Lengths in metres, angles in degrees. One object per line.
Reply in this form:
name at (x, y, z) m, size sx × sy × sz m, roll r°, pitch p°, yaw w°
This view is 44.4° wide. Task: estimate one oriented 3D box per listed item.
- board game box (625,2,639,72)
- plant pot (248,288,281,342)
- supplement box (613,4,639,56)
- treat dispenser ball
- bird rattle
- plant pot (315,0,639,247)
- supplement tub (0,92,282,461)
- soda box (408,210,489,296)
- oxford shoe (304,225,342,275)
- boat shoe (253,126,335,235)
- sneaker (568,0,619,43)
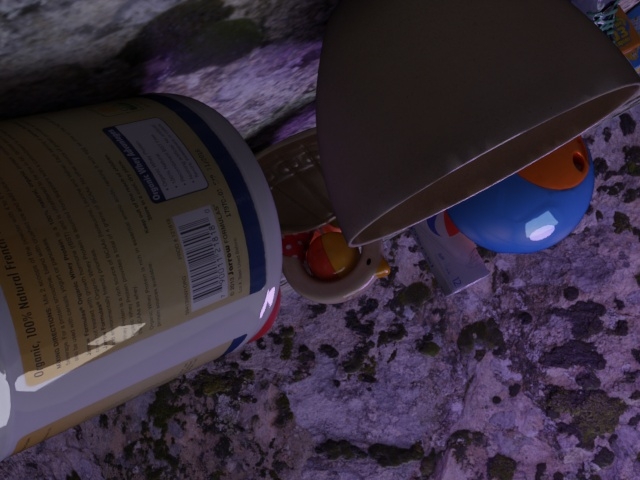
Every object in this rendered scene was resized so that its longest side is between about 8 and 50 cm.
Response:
board game box at (0.672, -0.414, 1.303) m, size 0.308 × 0.086 × 0.302 m, roll -24°, pitch 172°, yaw -28°
plant pot at (-0.193, 0.092, 1.341) m, size 0.191 × 0.191 × 0.174 m, roll -32°, pitch 163°, yaw 33°
supplement box at (0.416, -0.288, 1.293) m, size 0.078 × 0.080 × 0.233 m, roll -27°, pitch 171°, yaw -19°
treat dispenser ball at (0.374, -0.116, 1.507) m, size 0.288 × 0.288 × 0.288 m, roll -27°, pitch 173°, yaw -4°
bird rattle at (0.000, 0.000, 1.224) m, size 0.254 × 0.206 × 0.143 m, roll -22°, pitch 154°, yaw -2°
plant pot at (0.108, -0.143, 0.702) m, size 0.284 × 0.190 × 0.284 m, roll -27°, pitch 173°, yaw -4°
supplement tub at (-0.210, 0.025, 0.571) m, size 0.316 × 0.228 × 0.228 m, roll -21°, pitch 171°, yaw -41°
soda box at (0.240, -0.029, 1.646) m, size 0.091 × 0.286 × 0.098 m, roll -27°, pitch 172°, yaw -3°
oxford shoe at (0.064, -0.088, 1.398) m, size 0.364 × 0.130 × 0.132 m, roll -37°, pitch -157°, yaw 21°
boat shoe at (-0.072, -0.066, 0.999) m, size 0.341 × 0.121 × 0.110 m, roll -27°, pitch -149°, yaw 21°
sneaker at (0.359, -0.285, 1.003) m, size 0.083 × 0.098 × 0.224 m, roll -28°, pitch 173°, yaw 2°
